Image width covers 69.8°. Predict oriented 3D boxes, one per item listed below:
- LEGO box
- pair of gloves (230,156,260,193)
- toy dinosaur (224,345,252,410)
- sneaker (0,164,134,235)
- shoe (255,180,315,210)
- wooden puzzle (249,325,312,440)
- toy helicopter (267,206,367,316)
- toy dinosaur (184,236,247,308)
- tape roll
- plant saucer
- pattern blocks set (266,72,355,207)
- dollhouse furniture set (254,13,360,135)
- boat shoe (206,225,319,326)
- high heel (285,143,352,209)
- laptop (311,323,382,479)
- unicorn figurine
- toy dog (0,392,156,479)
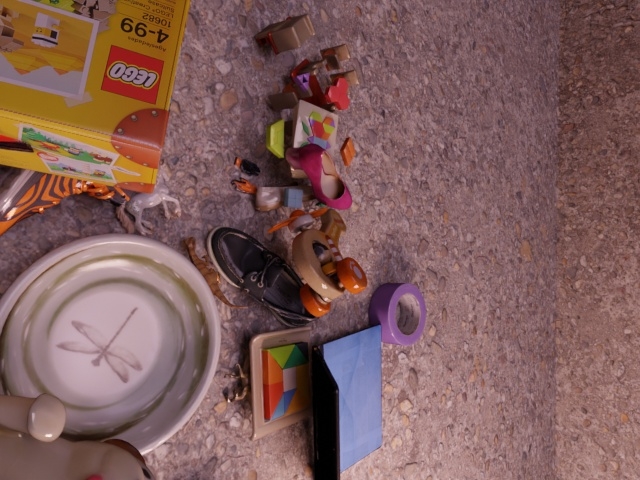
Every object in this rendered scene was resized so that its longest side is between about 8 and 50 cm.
[{"bbox_3d":[-0.450,-0.313,0.626,0.499,0.193,0.373,10,74,-21],"label":"LEGO box"},{"bbox_3d":[-0.180,-0.154,1.105,0.074,0.010,0.084,17,73,-39],"label":"pair of gloves"},{"bbox_3d":[-0.167,0.339,1.048,0.092,0.053,0.183,-8,92,-44],"label":"toy dinosaur"},{"bbox_3d":[-0.435,-0.088,0.791,0.321,0.124,0.180,-53,138,-15],"label":"sneaker"},{"bbox_3d":[-0.071,-0.123,1.158,0.218,0.076,0.059,-18,104,-40],"label":"shoe"},{"bbox_3d":[-0.083,0.334,1.103,0.220,0.044,0.239,7,83,-55],"label":"wooden puzzle"},{"bbox_3d":[0.000,0.000,1.129,0.235,0.140,0.355,49,23,-14],"label":"toy helicopter"},{"bbox_3d":[-0.232,0.090,0.962,0.064,0.112,0.212,-36,73,-16],"label":"toy dinosaur"},{"bbox_3d":[0.239,0.225,1.413,0.188,0.080,0.189,5,83,-42],"label":"tape roll"},{"bbox_3d":[-0.378,0.188,0.834,0.400,0.100,0.402,3,85,-43],"label":"plant saucer"},{"bbox_3d":[-0.013,-0.240,1.126,0.285,0.026,0.326,-13,104,-42],"label":"pattern blocks set"},{"bbox_3d":[-0.047,-0.437,1.198,0.262,0.135,0.259,-53,132,-32],"label":"dollhouse furniture set"},{"bbox_3d":[-0.117,0.089,1.073,0.340,0.113,0.127,53,55,-26],"label":"boat shoe"},{"bbox_3d":[0.030,-0.142,1.078,0.244,0.117,0.082,46,68,-39],"label":"high heel"},{"bbox_3d":[0.103,0.455,1.145,0.236,0.408,0.383,-3,96,-10],"label":"laptop"},{"bbox_3d":[-0.335,-0.084,0.922,0.162,0.060,0.111,-43,115,-36],"label":"unicorn figurine"},{"bbox_3d":[-0.413,0.375,0.578,0.407,0.285,0.396,9,118,-24],"label":"toy dog"}]
